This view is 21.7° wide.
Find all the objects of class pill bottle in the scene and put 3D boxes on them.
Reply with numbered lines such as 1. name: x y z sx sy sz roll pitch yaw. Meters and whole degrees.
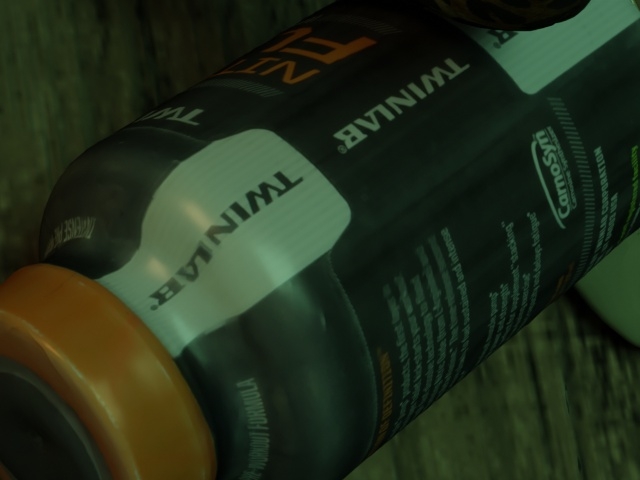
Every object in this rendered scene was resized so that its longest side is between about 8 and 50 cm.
1. pill bottle: 0.000 0.000 0.543 0.245 0.130 0.130 -36 97 -36

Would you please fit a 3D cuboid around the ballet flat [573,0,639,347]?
1. ballet flat: 0.107 -0.073 0.665 0.086 0.086 0.248 -28 92 -36

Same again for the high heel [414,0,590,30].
1. high heel: -0.022 -0.112 0.496 0.186 0.261 0.093 -3 111 -9
